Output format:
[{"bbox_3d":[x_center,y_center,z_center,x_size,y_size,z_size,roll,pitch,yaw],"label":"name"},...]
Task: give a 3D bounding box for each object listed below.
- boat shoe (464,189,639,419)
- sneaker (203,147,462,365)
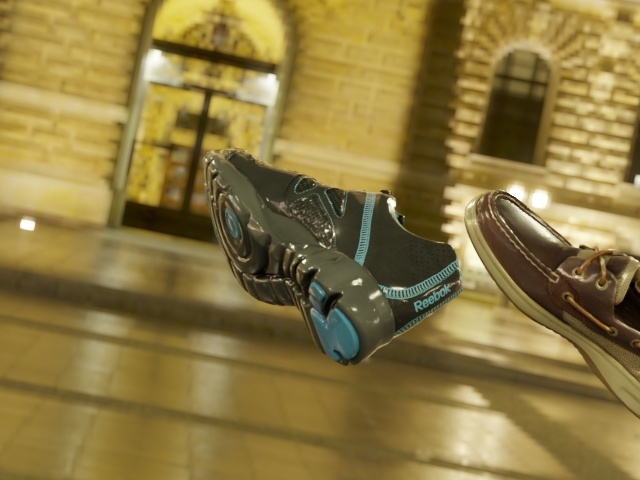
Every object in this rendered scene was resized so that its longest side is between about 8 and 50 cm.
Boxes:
[{"bbox_3d":[0.312,0.055,1.696,0.342,0.123,0.123,47,36,4],"label":"boat shoe"},{"bbox_3d":[0.000,0.000,1.438,0.140,0.125,0.341,-24,38,-20],"label":"sneaker"}]
